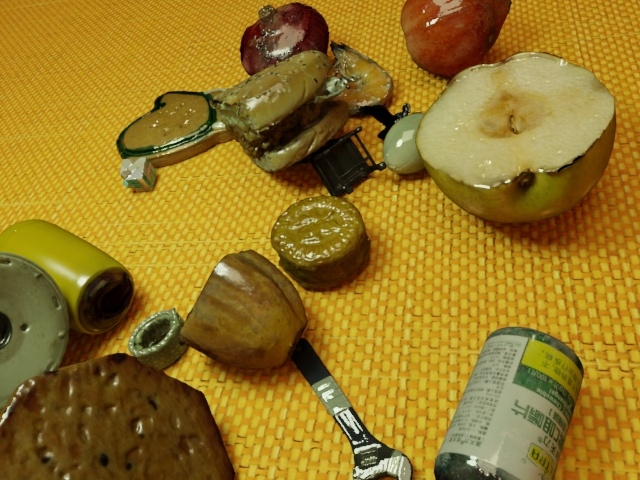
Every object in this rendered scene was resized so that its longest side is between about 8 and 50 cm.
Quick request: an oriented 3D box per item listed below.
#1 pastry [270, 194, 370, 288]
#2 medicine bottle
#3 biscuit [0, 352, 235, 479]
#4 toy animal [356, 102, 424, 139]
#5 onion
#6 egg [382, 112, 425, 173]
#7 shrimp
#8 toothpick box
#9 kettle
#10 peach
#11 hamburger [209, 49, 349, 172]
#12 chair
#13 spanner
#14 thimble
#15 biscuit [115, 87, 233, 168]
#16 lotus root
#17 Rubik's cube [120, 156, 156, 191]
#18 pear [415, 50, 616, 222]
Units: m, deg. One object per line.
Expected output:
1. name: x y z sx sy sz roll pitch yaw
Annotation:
1. pastry: 0.000 0.000 1.112 0.188 0.103 0.189 -8 46 9
2. medicine bottle: 0.240 0.266 0.775 0.141 0.141 0.293 16 55 28
3. biscuit: -0.283 0.324 0.796 0.046 0.359 0.359 -39 27 45
4. toy animal: 0.168 -0.259 1.302 0.220 0.108 0.062 0 38 -27
5. onion: -0.098 -0.524 1.541 0.252 0.219 0.252 -12 52 15
6. egg: 0.193 -0.202 1.231 0.152 0.114 0.114 -40 50 -22
7. shrimp: 0.070 -0.416 1.502 0.164 0.062 0.317 -27 49 -5
8. toothpick box: -0.497 0.075 1.144 0.271 0.175 0.175 20 57 27
9. kettle: -0.671 0.199 0.992 0.376 0.250 0.361 -5 52 34
10. peach: 0.328 -0.519 1.409 0.256 0.232 0.232 -16 44 25
11. hamburger: -0.077 -0.290 1.305 0.277 0.195 0.318 -35 23 -13
12. chair: 0.030 -0.165 1.279 0.106 0.113 0.229 -35 11 -16
13. spanner: 0.028 0.267 0.918 0.087 0.024 0.316 -34 48 -10
14. thimble: -0.289 0.177 1.063 0.084 0.062 0.110 21 57 32
15. biscuit: -0.370 -0.313 1.536 0.343 0.057 0.287 -20 46 -3
16. lotus root: -0.109 0.133 1.003 0.180 0.199 0.188 29 100 12
17. Rubik's cube: -0.439 -0.159 1.404 0.073 0.075 0.084 -6 46 11
18. pear: 0.363 -0.167 1.098 0.340 0.191 0.386 -10 42 20
